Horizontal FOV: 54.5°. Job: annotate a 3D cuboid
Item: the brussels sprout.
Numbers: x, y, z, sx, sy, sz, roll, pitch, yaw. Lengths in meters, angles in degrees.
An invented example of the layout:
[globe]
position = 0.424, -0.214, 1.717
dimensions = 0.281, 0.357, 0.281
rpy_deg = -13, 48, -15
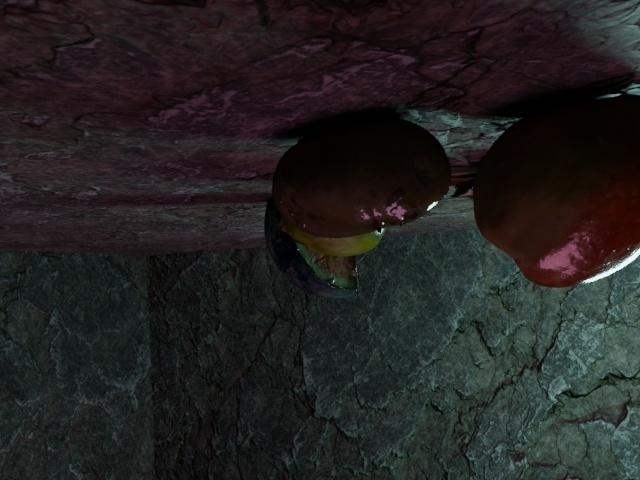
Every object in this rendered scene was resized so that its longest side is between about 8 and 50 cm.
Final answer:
[brussels sprout]
position = 0.025, -0.047, 1.171
dimensions = 0.223, 0.161, 0.223
rpy_deg = -6, -177, 0

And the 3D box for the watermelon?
[watermelon]
position = 0.000, 0.000, 1.473
dimensions = 0.226, 0.318, 0.148
rpy_deg = -44, 179, -11

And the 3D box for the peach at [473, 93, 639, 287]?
[peach]
position = 0.321, -0.074, 0.789
dimensions = 0.232, 0.256, 0.232
rpy_deg = 27, -157, -13

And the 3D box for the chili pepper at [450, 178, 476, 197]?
[chili pepper]
position = 0.368, -0.103, 1.218
dimensions = 0.224, 0.061, 0.098
rpy_deg = -12, -176, -12

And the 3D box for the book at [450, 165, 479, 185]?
[book]
position = 0.219, -0.125, 1.259
dimensions = 0.242, 0.018, 0.170
rpy_deg = -4, 176, -5

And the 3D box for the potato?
[potato]
position = 0.043, -0.079, 0.830
dimensions = 0.262, 0.165, 0.165
rpy_deg = -10, 173, 32
